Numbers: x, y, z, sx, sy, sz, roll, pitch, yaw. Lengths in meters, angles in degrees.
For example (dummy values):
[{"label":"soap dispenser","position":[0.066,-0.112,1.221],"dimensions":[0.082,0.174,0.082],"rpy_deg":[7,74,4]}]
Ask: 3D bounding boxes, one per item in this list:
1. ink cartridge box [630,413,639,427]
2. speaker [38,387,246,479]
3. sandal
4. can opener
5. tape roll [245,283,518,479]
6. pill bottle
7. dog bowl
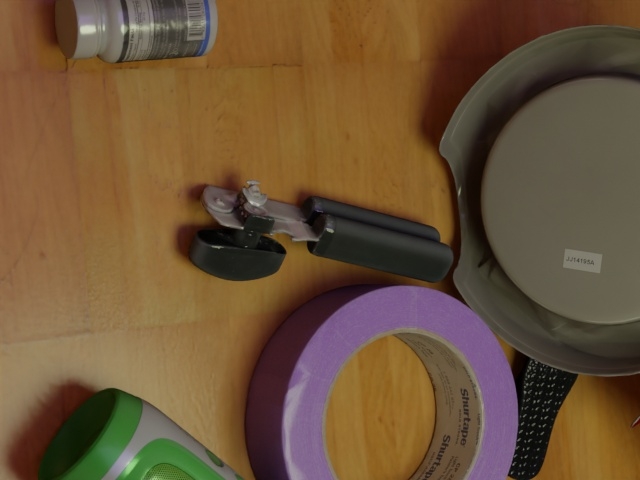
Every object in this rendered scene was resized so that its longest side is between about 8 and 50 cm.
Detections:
[{"label":"ink cartridge box","position":[0.502,0.117,1.424],"dimensions":[0.309,0.130,0.272],"rpy_deg":[-55,157,19]},{"label":"speaker","position":[-0.116,0.267,1.244],"dimensions":[0.296,0.131,0.131],"rpy_deg":[43,71,-20]},{"label":"sandal","position":[0.237,0.177,1.486],"dimensions":[0.067,0.040,0.179],"rpy_deg":[16,96,-21]},{"label":"can opener","position":[0.000,0.000,1.352],"dimensions":[0.280,0.074,0.093],"rpy_deg":[9,119,-26]},{"label":"tape roll","position":[0.065,0.182,1.362],"dimensions":[0.275,0.090,0.275],"rpy_deg":[1,88,-29]},{"label":"pill bottle","position":[-0.172,-0.206,1.251],"dimensions":[0.137,0.078,0.078],"rpy_deg":[-8,93,-27]},{"label":"dog bowl","position":[0.292,-0.042,1.366],"dimensions":[0.102,0.349,0.348],"rpy_deg":[-14,96,-62]}]
